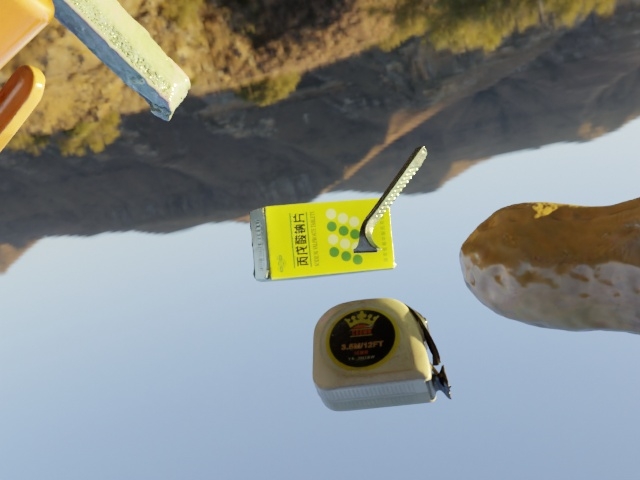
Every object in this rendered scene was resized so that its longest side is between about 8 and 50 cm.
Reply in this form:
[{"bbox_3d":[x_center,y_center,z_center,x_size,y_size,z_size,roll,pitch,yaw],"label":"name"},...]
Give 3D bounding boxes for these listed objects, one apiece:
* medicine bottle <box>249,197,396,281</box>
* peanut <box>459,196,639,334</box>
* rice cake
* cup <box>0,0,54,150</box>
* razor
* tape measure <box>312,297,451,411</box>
[{"bbox_3d":[0.000,0.000,1.498,0.250,0.137,0.141,-5,180,-16],"label":"medicine bottle"},{"bbox_3d":[0.192,0.017,0.505,0.214,0.099,0.099,3,-162,29],"label":"peanut"},{"bbox_3d":[-0.181,-0.180,0.641,0.034,0.211,0.043,-5,-129,44],"label":"rice cake"},{"bbox_3d":[-0.267,-0.075,0.424,0.264,0.182,0.226,-39,152,3],"label":"cup"},{"bbox_3d":[0.105,-0.065,1.193,0.190,0.033,0.066,-58,-157,-17],"label":"razor"},{"bbox_3d":[0.127,0.222,1.629,0.271,0.133,0.231,-8,-132,14],"label":"tape measure"}]
